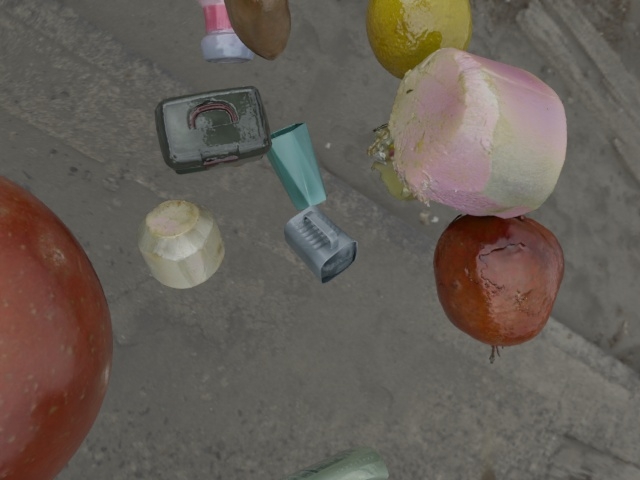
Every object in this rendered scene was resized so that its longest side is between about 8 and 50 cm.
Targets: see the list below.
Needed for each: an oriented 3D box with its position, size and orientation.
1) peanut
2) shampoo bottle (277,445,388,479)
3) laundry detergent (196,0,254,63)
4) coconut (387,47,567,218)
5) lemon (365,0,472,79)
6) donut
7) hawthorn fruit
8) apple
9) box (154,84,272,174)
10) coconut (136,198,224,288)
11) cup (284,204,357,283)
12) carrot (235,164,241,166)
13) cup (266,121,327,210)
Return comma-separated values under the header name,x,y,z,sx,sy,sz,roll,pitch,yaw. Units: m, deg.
name,x,y,z,sx,sy,sz,roll,pitch,yaw
peanut,-0.074,-0.271,0.758,0.076,0.076,0.152,-42,156,-17
shampoo bottle,-0.007,0.250,0.649,0.212,0.072,0.049,3,71,-55
laundry detergent,-0.143,-0.431,0.945,0.159,0.088,0.335,-5,99,-21
coconut,0.237,-0.148,0.961,0.245,0.233,0.233,11,94,-33
lemon,0.171,-0.385,1.148,0.187,0.187,0.244,-9,90,-29
donut,0.245,-0.194,1.274,0.307,0.371,0.150,-24,101,7
hawthorn fruit,0.293,0.087,1.093,0.211,0.211,0.299,-15,115,-27
apple,-0.370,0.098,0.610,0.349,0.277,0.348,5,119,9
box,-0.207,-0.210,1.262,0.210,0.129,0.148,-12,85,-10
coconut,-0.372,0.013,1.751,0.241,0.241,0.241,-6,102,-30
cup,0.000,0.000,1.275,0.095,0.129,0.128,-37,154,-18
carrot,-0.220,-0.231,1.688,0.087,0.193,0.087,-2,100,-9
cup,-0.068,-0.215,1.926,0.148,0.134,0.235,-43,117,-43
